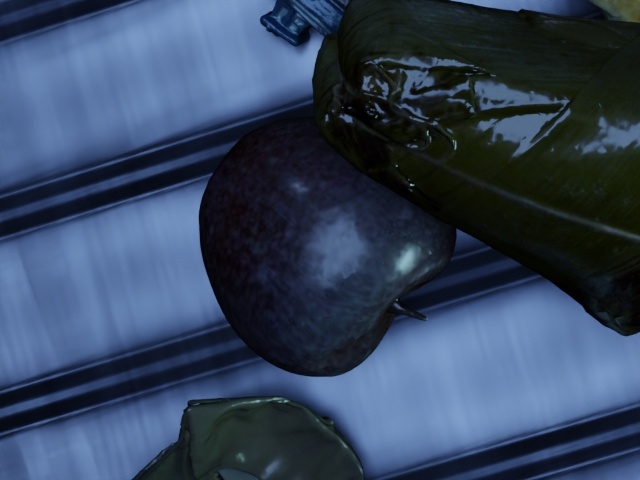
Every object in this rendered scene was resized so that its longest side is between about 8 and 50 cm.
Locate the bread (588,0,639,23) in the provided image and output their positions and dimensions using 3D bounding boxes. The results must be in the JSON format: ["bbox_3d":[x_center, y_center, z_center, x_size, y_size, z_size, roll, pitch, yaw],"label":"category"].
[{"bbox_3d":[0.309,-0.193,0.976,0.316,0.054,0.316,-2,116,-4],"label":"bread"}]

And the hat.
[{"bbox_3d":[-0.068,0.172,1.058,0.175,0.085,0.147,-34,99,26],"label":"hat"}]

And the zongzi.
[{"bbox_3d":[0.176,-0.098,0.881,0.274,0.145,0.300,28,134,-26],"label":"zongzi"}]

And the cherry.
[{"bbox_3d":[0.001,-0.004,1.008,0.176,0.140,0.176,0,90,19],"label":"cherry"}]

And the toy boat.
[{"bbox_3d":[-0.009,-0.162,1.051,0.137,0.060,0.061,36,118,2],"label":"toy boat"}]
